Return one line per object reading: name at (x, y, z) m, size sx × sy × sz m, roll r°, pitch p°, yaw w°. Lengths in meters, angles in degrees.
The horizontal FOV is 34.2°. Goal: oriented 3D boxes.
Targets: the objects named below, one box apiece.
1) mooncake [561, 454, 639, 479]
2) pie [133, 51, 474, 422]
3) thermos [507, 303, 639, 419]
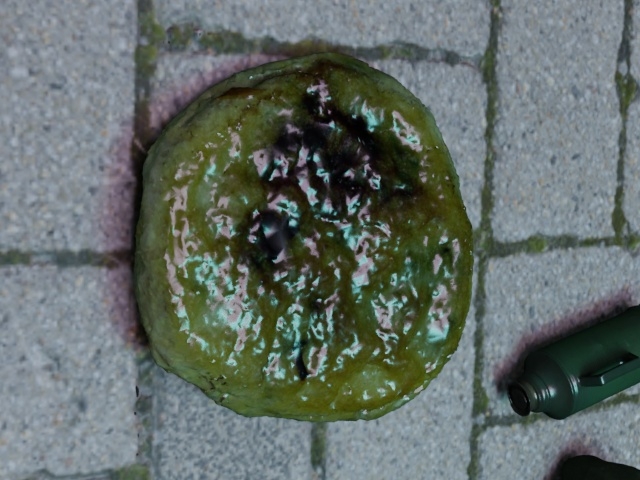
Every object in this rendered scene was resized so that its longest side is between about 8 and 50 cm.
mooncake at (0.265, 0.297, 0.991) m, size 0.175 × 0.168 × 0.104 m, roll -41°, pitch 131°, yaw 16°
pie at (0.000, 0.000, 0.826) m, size 0.323 × 0.070 × 0.323 m, roll -3°, pitch 96°, yaw -31°
thermos at (0.263, 0.122, 0.987) m, size 0.187 × 0.083 × 0.073 m, roll -19°, pitch 128°, yaw -26°
